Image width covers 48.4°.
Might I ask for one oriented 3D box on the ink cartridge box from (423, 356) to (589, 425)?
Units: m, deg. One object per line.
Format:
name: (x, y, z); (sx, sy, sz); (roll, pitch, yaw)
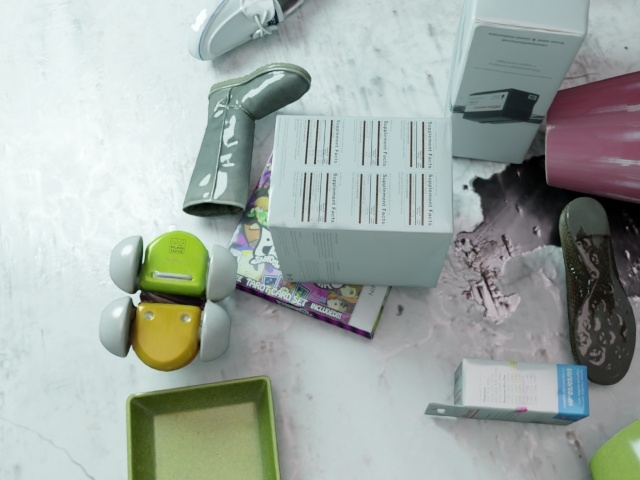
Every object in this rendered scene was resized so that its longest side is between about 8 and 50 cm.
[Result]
ink cartridge box: (0.221, 0.185, 0.872); (0.181, 0.104, 0.061); (3, 69, 5)

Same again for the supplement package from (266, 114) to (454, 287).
supplement package: (0.051, -0.042, 0.877); (0.203, 0.194, 0.149); (2, 68, 4)

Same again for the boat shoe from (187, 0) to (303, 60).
boat shoe: (-0.095, -0.365, 1.110); (0.084, 0.095, 0.258); (38, 77, 21)

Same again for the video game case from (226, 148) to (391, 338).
video game case: (0.000, 0.000, 0.992); (0.232, 0.042, 0.210); (20, 71, 11)

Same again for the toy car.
toy car: (-0.192, 0.082, 0.926); (0.159, 0.136, 0.182); (5, 73, -5)

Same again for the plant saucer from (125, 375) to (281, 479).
plant saucer: (-0.143, 0.278, 0.895); (0.188, 0.045, 0.188); (-8, 68, 1)

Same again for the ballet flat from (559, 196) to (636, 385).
ballet flat: (0.356, 0.065, 0.940); (0.084, 0.058, 0.249); (-4, 74, -2)

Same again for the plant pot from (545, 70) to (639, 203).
plant pot: (0.397, -0.135, 0.946); (0.180, 0.201, 0.201); (1, 69, 21)

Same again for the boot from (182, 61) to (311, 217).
boot: (-0.105, -0.140, 1.014); (0.190, 0.076, 0.208); (-12, 54, 32)

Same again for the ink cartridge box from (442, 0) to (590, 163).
ink cartridge box: (0.248, -0.271, 0.936); (0.129, 0.307, 0.223); (9, 70, 5)

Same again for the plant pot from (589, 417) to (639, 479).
plant pot: (0.428, 0.327, 0.743); (0.275, 0.274, 0.293); (-27, 53, -6)
